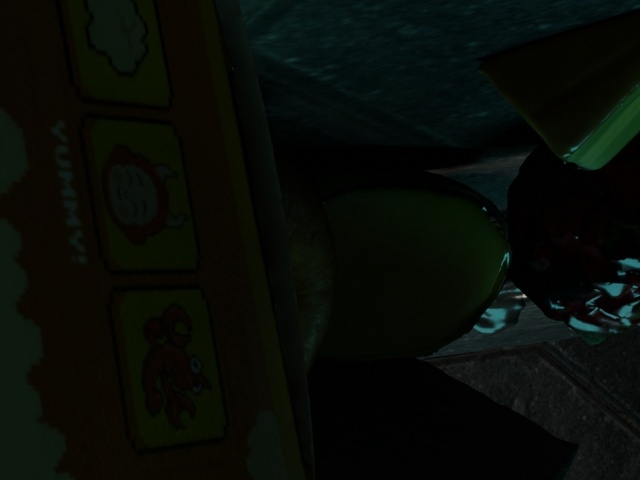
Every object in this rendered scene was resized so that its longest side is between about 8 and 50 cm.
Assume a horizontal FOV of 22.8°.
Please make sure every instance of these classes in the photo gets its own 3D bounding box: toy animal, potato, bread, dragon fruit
[{"bbox_3d":[0.213,0.036,1.661,0.146,0.114,0.245,-11,171,3],"label":"toy animal"},{"bbox_3d":[0.026,0.004,1.242,0.272,0.160,0.111,1,-152,-40],"label":"potato"},{"bbox_3d":[0.178,-0.120,0.954,0.139,0.084,0.074,-47,156,20],"label":"bread"},{"bbox_3d":[0.222,-0.012,1.197,0.182,0.182,0.188,-12,153,15],"label":"dragon fruit"}]

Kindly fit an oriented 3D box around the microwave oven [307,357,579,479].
[{"bbox_3d":[-0.045,0.229,1.161,0.374,0.236,0.432,27,-162,15],"label":"microwave oven"}]

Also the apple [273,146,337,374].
[{"bbox_3d":[-0.098,0.023,0.950,0.211,0.211,0.188,-3,-167,-37],"label":"apple"}]

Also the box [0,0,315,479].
[{"bbox_3d":[-0.183,0.017,0.622,0.284,0.259,0.214,-16,172,37],"label":"box"}]
